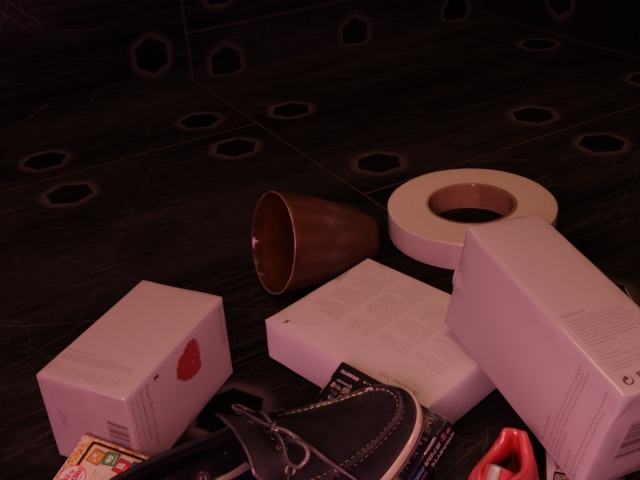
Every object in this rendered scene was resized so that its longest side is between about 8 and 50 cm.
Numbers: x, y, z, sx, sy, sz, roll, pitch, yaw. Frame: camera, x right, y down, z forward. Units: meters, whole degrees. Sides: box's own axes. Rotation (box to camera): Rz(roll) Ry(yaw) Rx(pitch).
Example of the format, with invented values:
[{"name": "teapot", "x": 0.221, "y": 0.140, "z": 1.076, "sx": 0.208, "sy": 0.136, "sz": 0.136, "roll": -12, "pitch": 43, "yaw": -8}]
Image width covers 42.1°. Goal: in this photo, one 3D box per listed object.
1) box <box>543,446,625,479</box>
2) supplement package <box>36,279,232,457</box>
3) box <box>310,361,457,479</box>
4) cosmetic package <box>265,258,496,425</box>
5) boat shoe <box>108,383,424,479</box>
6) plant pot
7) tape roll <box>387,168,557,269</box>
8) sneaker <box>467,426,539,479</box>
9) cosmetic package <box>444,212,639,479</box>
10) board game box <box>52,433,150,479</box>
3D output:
[{"name": "box", "x": 0.398, "y": 0.338, "z": 1.263, "sx": 0.114, "sy": 0.036, "sz": 0.207, "roll": 3, "pitch": 30, "yaw": 13}, {"name": "supplement package", "x": -0.300, "y": 0.225, "z": 1.412, "sx": 0.175, "sy": 0.177, "sz": 0.293, "roll": 10, "pitch": 33, "yaw": 23}, {"name": "box", "x": 0.070, "y": 0.306, "z": 1.273, "sx": 0.220, "sy": 0.051, "sz": 0.175, "roll": 23, "pitch": 69, "yaw": 39}, {"name": "cosmetic package", "x": 0.130, "y": 0.186, "z": 1.506, "sx": 0.284, "sy": 0.097, "sz": 0.377, "roll": -27, "pitch": 37, "yaw": -37}, {"name": "boat shoe", "x": -0.074, "y": 0.305, "z": 1.118, "sx": 0.500, "sy": 0.156, "sz": 0.187, "roll": -21, "pitch": 29, "yaw": -21}, {"name": "plant pot", "x": 0.000, "y": 0.000, "z": 1.772, "sx": 0.230, "sy": 0.215, "sz": 0.215, "roll": -3, "pitch": 26, "yaw": -28}, {"name": "tape roll", "x": 0.349, "y": -0.056, "z": 1.928, "sx": 0.392, "sy": 0.072, "sz": 0.392, "roll": -3, "pitch": 29, "yaw": 2}, {"name": "sneaker", "x": 0.218, "y": 0.373, "z": 1.125, "sx": 0.116, "sy": 0.136, "sz": 0.314, "roll": 10, "pitch": 33, "yaw": 25}, {"name": "cosmetic package", "x": 0.363, "y": 0.155, "z": 1.275, "sx": 0.156, "sy": 0.217, "sz": 0.385, "roll": -11, "pitch": 43, "yaw": -21}, {"name": "board game box", "x": -0.304, "y": 0.381, "z": 1.225, "sx": 0.193, "sy": 0.045, "sz": 0.147, "roll": 14, "pitch": 48, "yaw": 20}]
